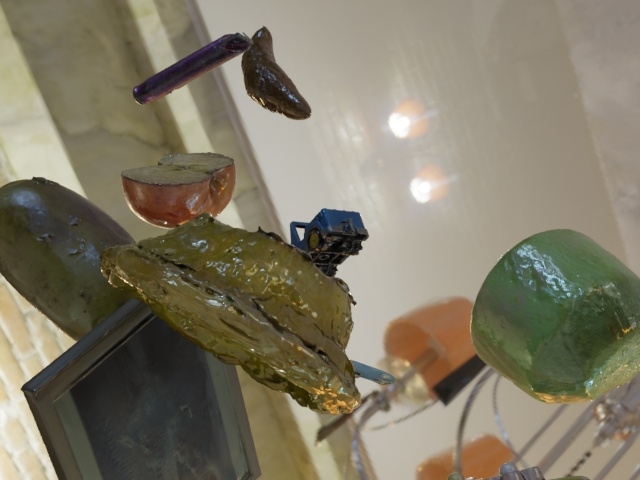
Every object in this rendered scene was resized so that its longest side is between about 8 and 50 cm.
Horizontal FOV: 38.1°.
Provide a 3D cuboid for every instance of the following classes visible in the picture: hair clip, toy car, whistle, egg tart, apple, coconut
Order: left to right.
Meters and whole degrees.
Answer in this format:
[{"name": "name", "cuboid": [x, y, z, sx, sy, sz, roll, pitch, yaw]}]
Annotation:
[{"name": "apple", "cuboid": [-0.340, -0.109, 2.293, 0.251, 0.293, 0.163, 11, -65, 30]}, {"name": "whistle", "cuboid": [-0.167, -0.223, 1.198, 0.176, 0.033, 0.033, -24, -83, 19]}, {"name": "egg tart", "cuboid": [-0.083, 0.072, 1.048, 0.345, 0.132, 0.345, 27, -15, 8]}, {"name": "toy car", "cuboid": [0.000, 0.000, 1.684, 0.191, 0.097, 0.100, -46, -130, 42]}, {"name": "hair clip", "cuboid": [0.135, 0.229, 0.834, 0.214, 0.062, 0.056, -6, -97, 21]}, {"name": "coconut", "cuboid": [0.417, 0.126, 1.649, 0.328, 0.328, 0.281, 22, -24, 38]}]

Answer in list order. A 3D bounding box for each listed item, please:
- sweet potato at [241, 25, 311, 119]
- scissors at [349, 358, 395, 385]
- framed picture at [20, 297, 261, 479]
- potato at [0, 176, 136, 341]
[{"name": "sweet potato", "cuboid": [-0.119, -0.365, 2.095, 0.092, 0.114, 0.341, 72, -6, -48]}, {"name": "scissors", "cuboid": [0.000, 0.234, 1.859, 0.191, 0.360, 0.029, 9, -103, 43]}, {"name": "framed picture", "cuboid": [-0.216, 0.271, 1.270, 0.028, 0.326, 0.446, 14, -51, 31]}, {"name": "potato", "cuboid": [-0.372, 0.030, 1.387, 0.307, 0.210, 0.173, 43, -80, -2]}]
